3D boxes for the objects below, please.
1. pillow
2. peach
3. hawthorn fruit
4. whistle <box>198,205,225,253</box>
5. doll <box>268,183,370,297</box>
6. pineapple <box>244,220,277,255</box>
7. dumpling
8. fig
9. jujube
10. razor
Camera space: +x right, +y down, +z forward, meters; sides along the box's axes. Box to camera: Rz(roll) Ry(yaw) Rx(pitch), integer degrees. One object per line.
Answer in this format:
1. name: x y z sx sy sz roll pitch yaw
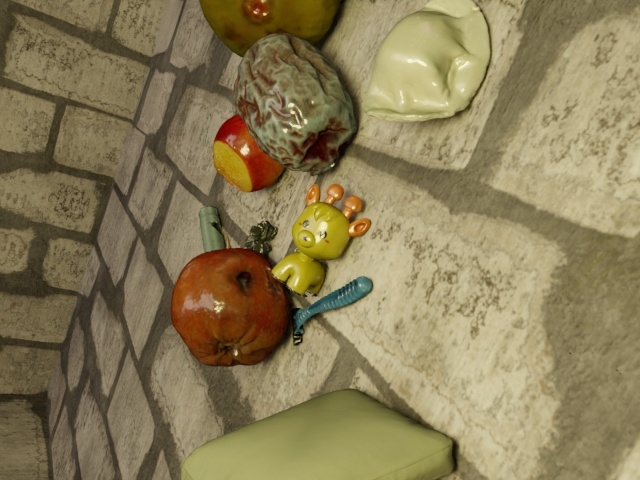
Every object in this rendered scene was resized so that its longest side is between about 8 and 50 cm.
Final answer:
1. pillow: -0.009 0.308 0.782 0.255 0.323 0.119 6 105 57
2. peach: -0.176 -0.207 1.356 0.192 0.190 0.190 -39 43 13
3. hawthorn fruit: -0.188 0.141 1.196 0.261 0.258 0.258 -113 44 -70
4. whistle: -0.290 0.027 1.557 0.062 0.062 0.312 -53 38 32
5. doll: 0.000 0.000 1.082 0.143 0.135 0.220 35 103 23
6. pineapple: -0.156 0.027 1.345 0.159 0.074 0.074 -64 34 13
7. dumpling: 0.185 -0.288 0.919 0.179 0.131 0.252 28 80 38
8. fig: -0.108 -0.583 1.296 0.343 0.344 0.343 -28 55 50
9. jujube: -0.059 -0.284 1.176 0.226 0.226 0.316 -52 52 33
10. razor: 0.009 0.127 1.076 0.253 0.042 0.081 -35 49 45
